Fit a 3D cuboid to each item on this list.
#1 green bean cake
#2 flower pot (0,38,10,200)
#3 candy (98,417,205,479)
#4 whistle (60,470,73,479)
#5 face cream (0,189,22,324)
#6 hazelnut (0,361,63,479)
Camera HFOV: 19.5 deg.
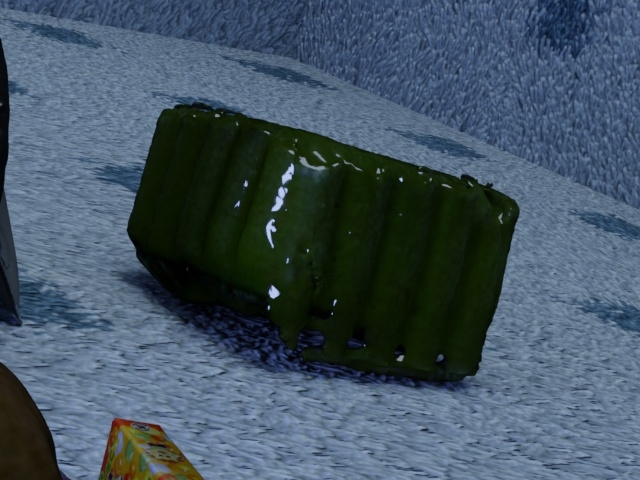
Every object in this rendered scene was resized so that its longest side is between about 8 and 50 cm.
[{"bbox_3d":[0.000,0.000,1.912,0.335,0.218,0.319,15,3,-32],"label":"green bean cake"},{"bbox_3d":[-0.431,-0.086,1.576,0.267,0.266,0.266,7,14,-29],"label":"flower pot"},{"bbox_3d":[-0.115,0.173,1.278,0.038,0.062,0.122,9,13,-27],"label":"candy"},{"bbox_3d":[-0.134,0.197,1.221,0.033,0.033,0.176,4,17,-43],"label":"whistle"},{"bbox_3d":[-0.333,-0.044,1.769,0.089,0.143,0.314,-20,29,-15],"label":"face cream"},{"bbox_3d":[-0.236,0.151,0.984,0.208,0.208,0.208,15,12,-3],"label":"hazelnut"}]
